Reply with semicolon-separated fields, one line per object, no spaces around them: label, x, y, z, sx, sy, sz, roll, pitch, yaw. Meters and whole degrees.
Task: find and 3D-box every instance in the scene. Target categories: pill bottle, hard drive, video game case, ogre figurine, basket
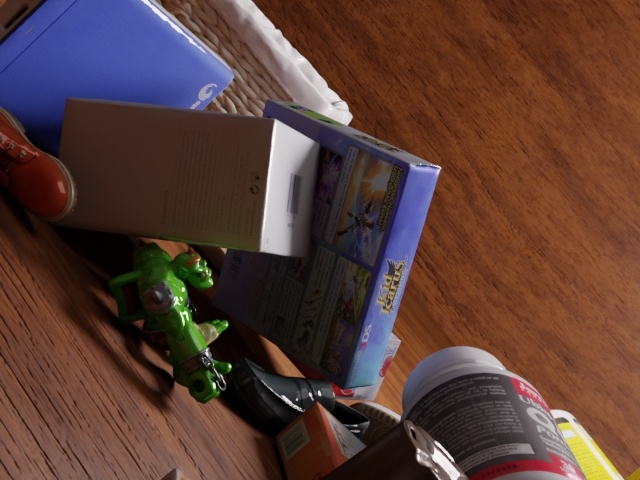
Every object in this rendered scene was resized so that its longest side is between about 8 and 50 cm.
pill bottle;0.174;0.241;1.350;0.176;0.176;0.318;46;11;-22
hard drive;-0.251;-0.186;1.454;0.040;0.210;0.318;52;8;28
pill bottle;0.471;0.484;2.347;0.188;0.188;0.334;41;11;-47
video game case;0.000;0.000;1.505;0.061;0.269;0.244;1;20;-45
ogre figurine;-0.143;0.072;1.256;0.197;0.097;0.118;-80;149;-62
basket;-0.155;-0.242;2.111;0.331;0.266;0.328;48;7;3

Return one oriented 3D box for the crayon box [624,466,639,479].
crayon box;0.522;0.497;1.880;0.106;0.363;0.313;40;12;-51

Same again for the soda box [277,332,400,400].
soda box;-0.014;0.094;1.642;0.083;0.092;0.263;7;23;-38

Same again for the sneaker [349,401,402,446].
sneaker;0.162;0.286;1.584;0.282;0.099;0.153;34;21;26

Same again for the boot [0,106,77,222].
boot;-0.300;-0.076;1.231;0.158;0.059;0.084;42;8;21

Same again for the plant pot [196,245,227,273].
plant pot;-0.136;0.007;1.848;0.236;0.032;0.236;48;7;-8

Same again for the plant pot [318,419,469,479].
plant pot;0.055;0.258;1.140;0.167;0.165;0.167;48;8;-9

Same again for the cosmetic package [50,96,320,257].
cosmetic package;-0.136;-0.063;1.377;0.224;0.138;0.224;6;-1;11

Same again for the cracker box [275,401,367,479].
cracker box;0.060;0.295;1.363;0.232;0.067;0.156;44;10;-26

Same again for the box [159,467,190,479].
box;-0.049;0.270;0.963;0.207;0.036;0.114;47;8;-16

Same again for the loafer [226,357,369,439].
loafer;-0.023;0.178;1.429;0.223;0.078;0.076;41;10;-46
